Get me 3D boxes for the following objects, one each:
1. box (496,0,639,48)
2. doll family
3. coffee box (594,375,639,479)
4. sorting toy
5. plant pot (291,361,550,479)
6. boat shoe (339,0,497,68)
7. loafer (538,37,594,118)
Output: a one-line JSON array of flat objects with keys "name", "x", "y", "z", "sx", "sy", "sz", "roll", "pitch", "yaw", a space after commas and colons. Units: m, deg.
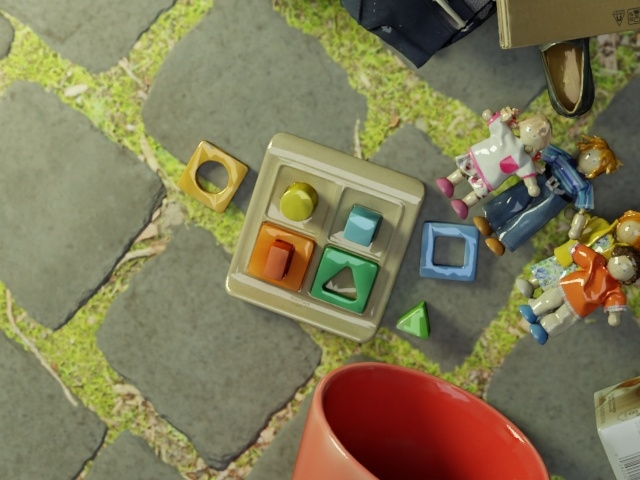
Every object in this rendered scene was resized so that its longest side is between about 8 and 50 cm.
[{"name": "box", "x": 0.267, "y": -0.287, "z": 1.539, "sx": 0.201, "sy": 0.021, "sz": 0.164, "roll": -11, "pitch": 102, "yaw": -20}, {"name": "doll family", "x": 0.256, "y": -0.026, "z": 1.617, "sx": 0.163, "sy": 0.118, "sz": 0.263, "roll": -37, "pitch": 76, "yaw": 20}, {"name": "coffee box", "x": 0.421, "y": 0.179, "z": 1.607, "sx": 0.247, "sy": 0.141, "sz": 0.098, "roll": -21, "pitch": 98, "yaw": 11}, {"name": "sorting toy", "x": 0.000, "y": 0.000, "z": 1.680, "sx": 0.348, "sy": 0.047, "sz": 0.196, "roll": 20, "pitch": 104, "yaw": 4}, {"name": "plant pot", "x": 0.076, "y": 0.306, "z": 1.637, "sx": 0.275, "sy": 0.275, "sz": 0.243, "roll": 25, "pitch": 114, "yaw": 3}, {"name": "boat shoe", "x": 0.042, "y": -0.319, "z": 1.538, "sx": 0.340, "sy": 0.127, "sz": 0.158, "roll": 40, "pitch": 109, "yaw": -17}, {"name": "loafer", "x": 0.253, "y": -0.210, "z": 1.588, "sx": 0.062, "sy": 0.061, "sz": 0.170, "roll": -14, "pitch": 99, "yaw": 12}]
